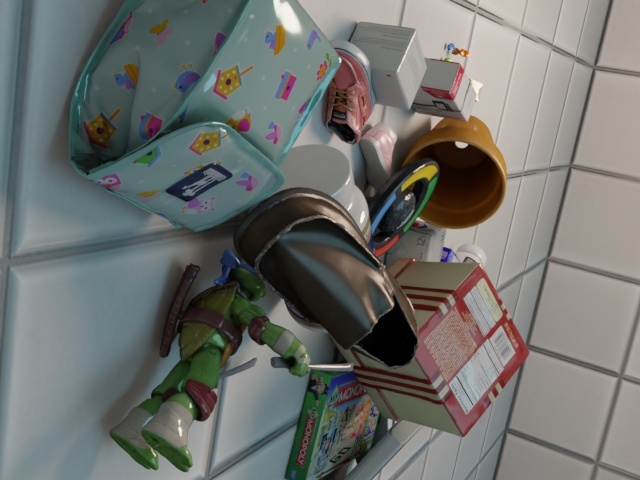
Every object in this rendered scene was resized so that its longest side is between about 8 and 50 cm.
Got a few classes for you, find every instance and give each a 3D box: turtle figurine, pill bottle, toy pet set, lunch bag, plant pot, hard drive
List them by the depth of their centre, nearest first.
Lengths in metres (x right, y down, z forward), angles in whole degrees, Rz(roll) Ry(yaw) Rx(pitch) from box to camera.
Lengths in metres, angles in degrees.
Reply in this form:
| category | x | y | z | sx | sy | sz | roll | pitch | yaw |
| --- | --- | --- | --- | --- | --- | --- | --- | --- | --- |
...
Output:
| category | x | y | z | sx | sy | sz | roll | pitch | yaw |
| --- | --- | --- | --- | --- | --- | --- | --- | --- | --- |
| lunch bag | -0.119 | -0.141 | 0.791 | 0.262 | 0.160 | 0.223 | -61 | 157 | -1 |
| turtle figurine | -0.107 | 0.179 | 0.948 | 0.266 | 0.197 | 0.275 | -52 | 143 | -35 |
| pill bottle | 0.000 | 0.000 | 1.108 | 0.153 | 0.153 | 0.265 | -55 | 149 | -33 |
| plant pot | 0.274 | -0.158 | 1.542 | 0.188 | 0.205 | 0.205 | -67 | 159 | -51 |
| hard drive | 0.103 | 0.458 | 1.554 | 0.307 | 0.040 | 0.203 | -54 | 163 | 25 |
| toy pet set | 0.280 | -0.334 | 1.609 | 0.114 | 0.065 | 0.122 | 16 | 87 | -30 |
| pill bottle | 0.345 | 0.092 | 1.902 | 0.180 | 0.108 | 0.108 | -49 | 145 | -40 |

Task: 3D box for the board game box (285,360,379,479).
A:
| category | x | y | z | sx | sy | sz | roll | pitch | yaw |
| --- | --- | --- | --- | --- | --- | --- | --- | --- | --- |
| board game box | 0.046 | 0.344 | 1.524 | 0.317 | 0.046 | 0.214 | 3 | 103 | -64 |

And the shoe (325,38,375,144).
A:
| category | x | y | z | sx | sy | sz | roll | pitch | yaw |
| --- | --- | --- | --- | --- | --- | --- | --- | --- | --- |
| shoe | 0.039 | -0.220 | 1.161 | 0.178 | 0.063 | 0.081 | 60 | 47 | -61 |

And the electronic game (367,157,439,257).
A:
| category | x | y | z | sx | sy | sz | roll | pitch | yaw |
| --- | --- | --- | --- | --- | --- | --- | --- | --- | --- |
| electronic game | 0.140 | -0.053 | 1.404 | 0.229 | 0.048 | 0.229 | -44 | 159 | -21 |

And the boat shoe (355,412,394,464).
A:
| category | x | y | z | sx | sy | sz | roll | pitch | yaw |
| --- | --- | --- | --- | --- | --- | --- | --- | --- | --- |
| boat shoe | 0.132 | 0.400 | 1.703 | 0.076 | 0.080 | 0.229 | 0 | 97 | -62 |

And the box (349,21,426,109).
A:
| category | x | y | z | sx | sy | sz | roll | pitch | yaw |
| --- | --- | --- | --- | --- | --- | --- | --- | --- | --- |
| box | 0.101 | -0.275 | 1.209 | 0.087 | 0.102 | 0.101 | -67 | 154 | -18 |

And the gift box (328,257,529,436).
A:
| category | x | y | z | sx | sy | sz | roll | pitch | yaw |
| --- | --- | --- | --- | --- | --- | --- | --- | --- | --- |
| gift box | 0.206 | 0.183 | 1.425 | 0.276 | 0.258 | 0.255 | -38 | 111 | -30 |

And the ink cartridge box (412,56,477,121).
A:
| category | x | y | z | sx | sy | sz | roll | pitch | yaw |
| --- | --- | --- | --- | --- | --- | --- | --- | --- | --- |
| ink cartridge box | 0.218 | -0.282 | 1.430 | 0.150 | 0.109 | 0.063 | 29 | 77 | -64 |

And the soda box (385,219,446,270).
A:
| category | x | y | z | sx | sy | sz | roll | pitch | yaw |
| --- | --- | --- | --- | --- | --- | --- | --- | --- | --- |
| soda box | 0.183 | 0.105 | 1.605 | 0.098 | 0.091 | 0.286 | -23 | 125 | -60 |

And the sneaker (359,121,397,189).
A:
| category | x | y | z | sx | sy | sz | roll | pitch | yaw |
| --- | --- | --- | --- | --- | --- | --- | --- | --- | --- |
| sneaker | 0.112 | -0.152 | 1.360 | 0.070 | 0.051 | 0.134 | -52 | 143 | -28 |

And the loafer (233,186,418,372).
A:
| category | x | y | z | sx | sy | sz | roll | pitch | yaw |
| --- | --- | --- | --- | --- | --- | --- | --- | --- | --- |
| loafer | 0.036 | 0.059 | 0.973 | 0.134 | 0.130 | 0.366 | -44 | 137 | 8 |

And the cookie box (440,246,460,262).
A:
| category | x | y | z | sx | sy | sz | roll | pitch | yaw |
| --- | --- | --- | --- | --- | --- | --- | --- | --- | --- |
| cookie box | 0.257 | 0.037 | 1.715 | 0.040 | 0.091 | 0.107 | -66 | 154 | -9 |
